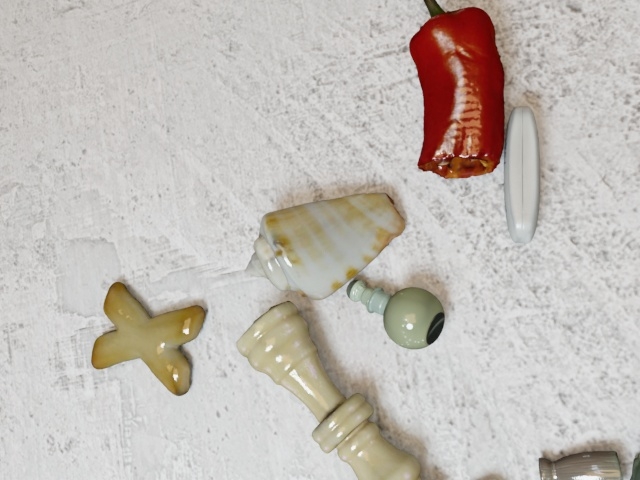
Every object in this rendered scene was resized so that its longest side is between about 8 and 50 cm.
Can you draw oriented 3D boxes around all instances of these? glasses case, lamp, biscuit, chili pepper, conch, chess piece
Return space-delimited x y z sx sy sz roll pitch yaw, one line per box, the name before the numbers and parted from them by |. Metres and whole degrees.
glasses case | 0.288 -0.094 0.836 0.049 0.076 0.197 0 84 18
lamp | 0.105 0.100 0.881 0.163 0.091 0.091 25 92 35
biscuit | -0.310 0.172 1.038 0.208 0.047 0.164 12 86 21
chili pepper | 0.201 -0.267 0.858 0.131 0.135 0.338 -10 79 36
conch | -0.005 -0.001 0.904 0.255 0.127 0.158 -32 73 13
chess piece | 0.037 0.271 0.864 0.117 0.117 0.397 -45 72 10

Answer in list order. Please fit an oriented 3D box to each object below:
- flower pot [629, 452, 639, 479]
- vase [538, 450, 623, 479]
flower pot | 0.450 0.353 0.650 0.190 0.209 0.239 14 89 21
vase | 0.345 0.309 0.778 0.101 0.053 0.053 -11 80 22
